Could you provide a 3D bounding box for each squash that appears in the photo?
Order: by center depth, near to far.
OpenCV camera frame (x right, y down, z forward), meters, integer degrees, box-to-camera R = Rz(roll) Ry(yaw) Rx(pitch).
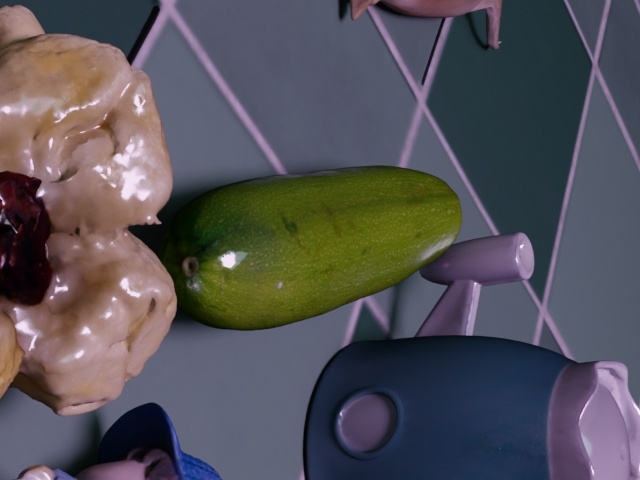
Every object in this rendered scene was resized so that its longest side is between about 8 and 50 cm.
[{"bbox_3d":[-0.002,0.000,0.742,0.292,0.082,0.082,-13,95,-60],"label":"squash"}]

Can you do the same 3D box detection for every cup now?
[{"bbox_3d":[0.105,0.133,0.801,0.167,0.173,0.300,35,55,-49],"label":"cup"}]

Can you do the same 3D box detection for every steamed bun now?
[{"bbox_3d":[-0.131,-0.015,0.512,0.177,0.106,0.192,-10,90,-60],"label":"steamed bun"}]

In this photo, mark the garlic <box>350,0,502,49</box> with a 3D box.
[{"bbox_3d":[0.107,-0.236,0.970,0.266,0.148,0.128,7,41,-53],"label":"garlic"}]

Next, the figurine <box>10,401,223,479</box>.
[{"bbox_3d":[-0.099,0.128,0.566,0.149,0.087,0.086,-10,129,-58],"label":"figurine"}]
